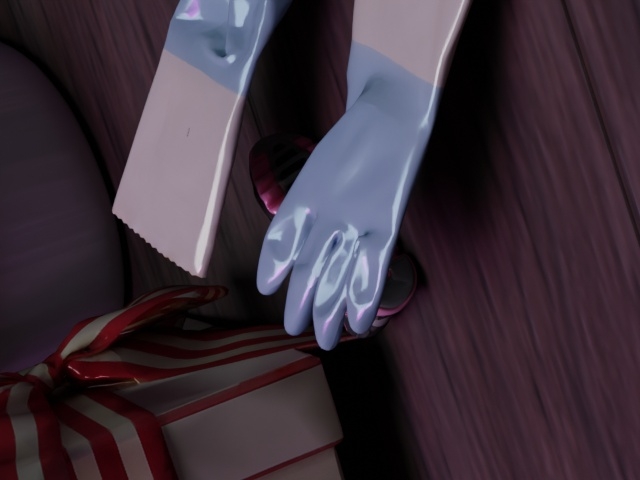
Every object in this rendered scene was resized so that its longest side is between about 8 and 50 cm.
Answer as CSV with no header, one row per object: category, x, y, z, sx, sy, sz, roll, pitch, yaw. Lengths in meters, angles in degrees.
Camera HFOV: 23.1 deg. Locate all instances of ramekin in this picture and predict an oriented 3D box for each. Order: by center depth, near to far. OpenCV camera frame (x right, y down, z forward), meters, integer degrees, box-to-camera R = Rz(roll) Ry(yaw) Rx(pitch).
ramekin,-0.249,-0.004,1.057,0.277,0.135,0.277,31,131,44

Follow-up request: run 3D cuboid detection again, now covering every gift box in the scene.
gift box,-0.097,0.170,0.830,0.276,0.255,0.258,0,110,62

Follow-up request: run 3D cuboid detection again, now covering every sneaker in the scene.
sneaker,0.000,0.000,0.782,0.119,0.047,0.057,55,157,23

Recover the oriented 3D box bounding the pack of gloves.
pack of gloves,-0.002,-0.079,0.721,0.195,0.046,0.232,35,114,44
